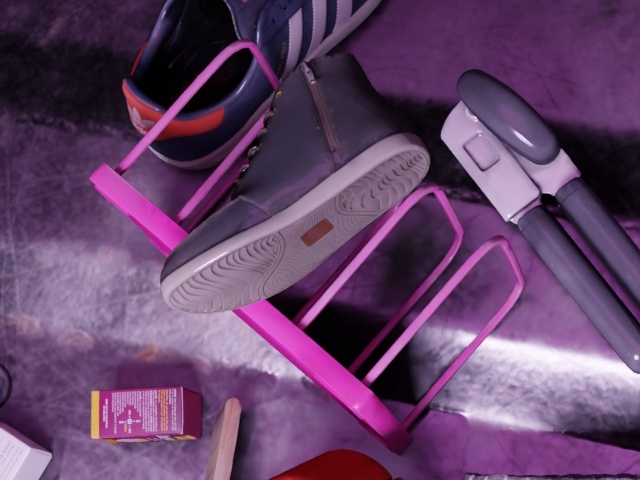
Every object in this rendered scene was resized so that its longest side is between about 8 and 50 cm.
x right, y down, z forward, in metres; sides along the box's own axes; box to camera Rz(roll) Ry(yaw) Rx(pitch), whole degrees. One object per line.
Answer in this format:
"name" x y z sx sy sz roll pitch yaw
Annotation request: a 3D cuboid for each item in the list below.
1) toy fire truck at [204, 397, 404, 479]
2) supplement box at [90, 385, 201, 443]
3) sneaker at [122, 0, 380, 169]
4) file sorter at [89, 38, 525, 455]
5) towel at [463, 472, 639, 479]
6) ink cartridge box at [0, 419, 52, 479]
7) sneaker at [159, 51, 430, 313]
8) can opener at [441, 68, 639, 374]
"toy fire truck" -0.030 0.225 1.349 0.246 0.158 0.217 51 125 17
"supplement box" -0.149 0.150 1.464 0.083 0.055 0.043 -5 76 14
"sneaker" -0.044 -0.221 1.481 0.131 0.148 0.350 34 86 19
"file sorter" 0.000 0.000 1.390 0.291 0.202 0.182 40 85 20
"towel" 0.246 0.290 1.293 0.284 0.121 0.235 -2 76 14
"ink cartridge box" -0.314 0.192 1.496 0.122 0.052 0.088 29 85 20
"sneaker" -0.036 -0.041 1.271 0.222 0.083 0.118 -32 57 0
"can opener" 0.197 -0.021 1.398 0.076 0.095 0.283 -37 70 3
